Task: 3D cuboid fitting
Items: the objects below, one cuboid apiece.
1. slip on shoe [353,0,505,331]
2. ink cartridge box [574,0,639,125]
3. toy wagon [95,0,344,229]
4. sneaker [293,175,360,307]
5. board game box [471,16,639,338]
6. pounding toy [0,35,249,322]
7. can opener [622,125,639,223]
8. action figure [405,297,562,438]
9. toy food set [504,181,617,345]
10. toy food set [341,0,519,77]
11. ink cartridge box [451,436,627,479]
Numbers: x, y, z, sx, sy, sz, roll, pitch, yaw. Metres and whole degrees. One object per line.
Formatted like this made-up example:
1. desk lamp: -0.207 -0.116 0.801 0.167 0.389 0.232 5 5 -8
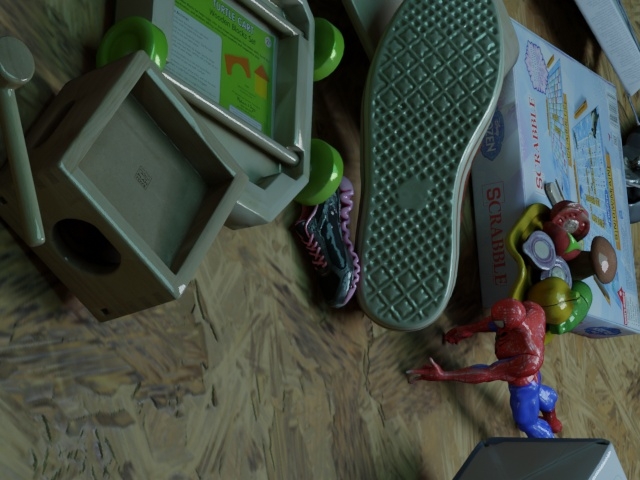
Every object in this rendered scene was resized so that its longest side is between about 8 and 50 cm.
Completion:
1. slip on shoe: 0.092 -0.080 1.445 0.101 0.123 0.331 89 10 -84
2. ink cartridge box: 0.362 -0.294 2.020 0.224 0.045 0.223 54 19 -37
3. toy wagon: -0.076 -0.187 1.292 0.267 0.068 0.344 31 53 -52
4. sneaker: 0.000 0.000 1.389 0.057 0.047 0.119 3 76 -36
5. board game box: 0.269 -0.061 1.827 0.318 0.066 0.319 18 65 -56
6. pounding toy: -0.174 -0.045 1.064 0.206 0.094 0.181 50 44 -24
7. can opener: 0.442 -0.102 2.153 0.283 0.076 0.095 -36 143 -58
8. action figure: 0.166 0.140 1.583 0.280 0.139 0.091 76 18 -53
9. toy food set: 0.258 0.021 1.648 0.218 0.071 0.128 -49 122 -52
10. toy food set: 0.072 -0.230 1.554 0.220 0.092 0.306 -49 121 -40
11. ink cartridge box: 0.215 0.414 1.445 0.270 0.151 0.395 -46 119 -38
